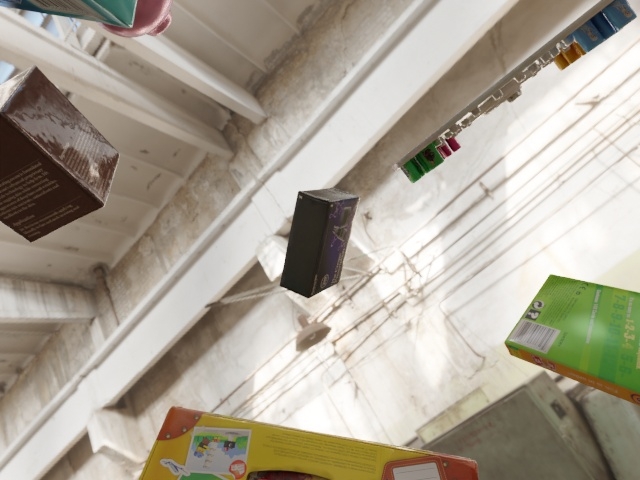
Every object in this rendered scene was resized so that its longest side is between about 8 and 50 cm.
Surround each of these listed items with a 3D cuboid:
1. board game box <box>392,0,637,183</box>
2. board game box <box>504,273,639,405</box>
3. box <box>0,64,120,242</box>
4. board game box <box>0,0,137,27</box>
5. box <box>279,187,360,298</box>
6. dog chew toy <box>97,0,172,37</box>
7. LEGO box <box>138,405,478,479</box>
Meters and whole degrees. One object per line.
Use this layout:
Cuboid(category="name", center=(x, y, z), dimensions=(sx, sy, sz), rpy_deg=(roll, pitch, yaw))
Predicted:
Cuboid(category="board game box", center=(0.340, -0.260, 0.823), dimensions=(0.390, 0.050, 0.390), rpy_deg=(-38, -1, 27))
Cuboid(category="board game box", center=(0.347, 0.114, 0.473), dimensions=(0.124, 0.259, 0.039), rpy_deg=(-46, -62, -19))
Cuboid(category="box", center=(-0.487, -0.141, 0.745), dimensions=(0.168, 0.167, 0.203), rpy_deg=(-22, -46, 11))
Cuboid(category="board game box", center=(-0.218, -0.341, 0.292), dimensions=(0.079, 0.253, 0.337), rpy_deg=(3, -80, -77))
Cuboid(category="box", center=(0.000, 0.000, 1.178), dimensions=(0.184, 0.103, 0.262), rpy_deg=(-16, -58, -57))
Cuboid(category="dog chew toy", center=(-0.325, -0.405, 0.554), dimensions=(0.206, 0.207, 0.332), rpy_deg=(-38, -44, 10))
Cuboid(category="LEGO box", center=(-0.018, 0.492, 0.767), dimensions=(0.498, 0.193, 0.373), rpy_deg=(6, -43, 8))
